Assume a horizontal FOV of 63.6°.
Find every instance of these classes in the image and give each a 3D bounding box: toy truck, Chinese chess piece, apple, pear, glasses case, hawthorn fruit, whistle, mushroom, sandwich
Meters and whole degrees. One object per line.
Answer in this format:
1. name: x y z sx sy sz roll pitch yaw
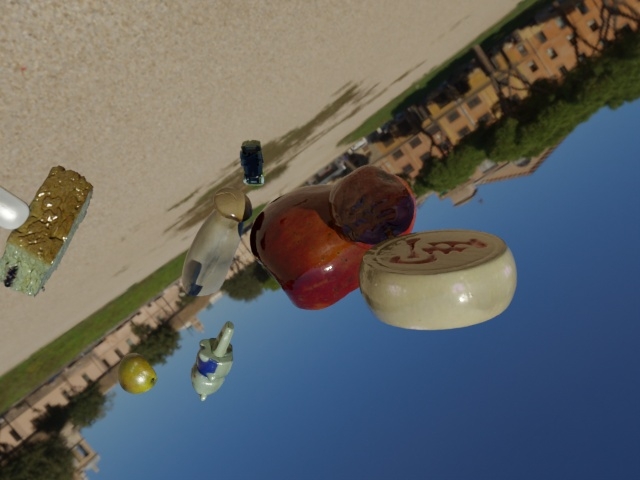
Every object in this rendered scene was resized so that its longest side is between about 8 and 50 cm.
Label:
1. toy truck: -0.263 -0.315 2.022 0.085 0.191 0.116 0 -129 1
2. Chinese chess piece: 0.200 0.060 0.903 0.274 0.102 0.273 -8 -165 2
3. apple: 0.000 0.000 1.431 0.365 0.328 0.295 -27 179 -10
4. pear: -0.624 0.454 1.734 0.104 0.141 0.141 -46 -169 -36
5. glasses case: -0.736 -0.099 1.128 0.074 0.193 0.049 -53 -157 -7
6. hawthorn fruit: 0.136 -0.056 1.192 0.207 0.207 0.243 -36 -139 6
7. whistle: -0.274 0.306 1.313 0.110 0.092 0.244 -105 -144 -58
8. mushroom: -0.330 0.024 1.583 0.154 0.137 0.407 -8 137 -41
9. sandwich: -0.749 -0.010 1.395 0.262 0.131 0.325 -32 -143 54
